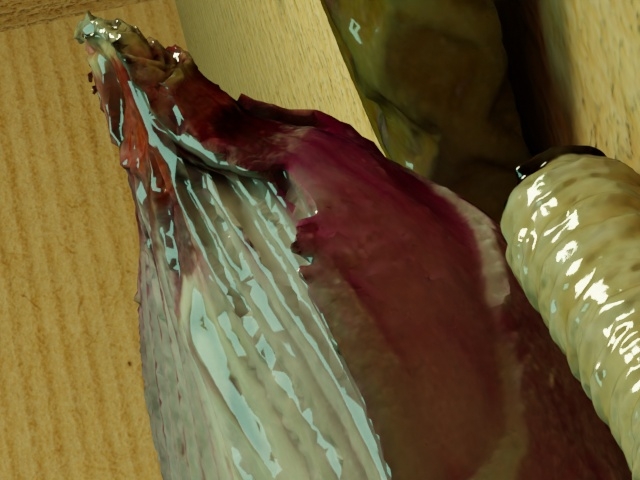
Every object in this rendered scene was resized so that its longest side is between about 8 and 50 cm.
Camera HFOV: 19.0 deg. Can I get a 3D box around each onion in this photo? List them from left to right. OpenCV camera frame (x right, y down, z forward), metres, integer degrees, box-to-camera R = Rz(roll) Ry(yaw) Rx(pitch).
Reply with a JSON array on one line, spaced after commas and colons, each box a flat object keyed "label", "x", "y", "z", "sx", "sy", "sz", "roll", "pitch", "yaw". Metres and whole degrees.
[{"label": "onion", "x": 0.028, "y": 0.052, "z": 0.789, "sx": 0.267, "sy": 0.159, "sz": 0.349, "roll": -11, "pitch": 96, "yaw": 62}]

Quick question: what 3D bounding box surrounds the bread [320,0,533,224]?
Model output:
[{"label": "bread", "x": 0.042, "y": -0.102, "z": 0.823, "sx": 0.128, "sy": 0.088, "sz": 0.232, "roll": -96, "pitch": -8, "yaw": -63}]

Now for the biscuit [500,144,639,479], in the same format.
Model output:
[{"label": "biscuit", "x": 0.103, "y": 0.033, "z": 0.595, "sx": 0.219, "sy": 0.061, "sz": 0.055, "roll": -114, "pitch": 12, "yaw": -62}]
